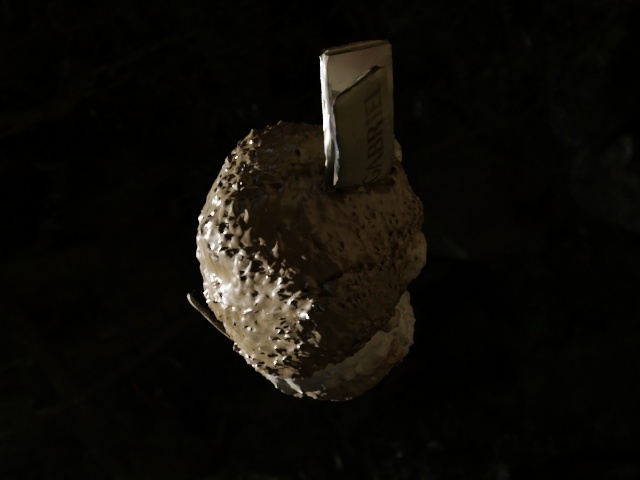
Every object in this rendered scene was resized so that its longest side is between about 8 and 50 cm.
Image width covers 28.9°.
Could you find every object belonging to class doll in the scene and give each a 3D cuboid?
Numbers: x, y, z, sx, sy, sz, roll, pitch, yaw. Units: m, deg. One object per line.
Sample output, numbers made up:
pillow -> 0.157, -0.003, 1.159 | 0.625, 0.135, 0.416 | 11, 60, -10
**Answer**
doll -> 0.000, 0.004, 0.572 | 0.221, 0.114, 0.105 | 106, 160, -63
